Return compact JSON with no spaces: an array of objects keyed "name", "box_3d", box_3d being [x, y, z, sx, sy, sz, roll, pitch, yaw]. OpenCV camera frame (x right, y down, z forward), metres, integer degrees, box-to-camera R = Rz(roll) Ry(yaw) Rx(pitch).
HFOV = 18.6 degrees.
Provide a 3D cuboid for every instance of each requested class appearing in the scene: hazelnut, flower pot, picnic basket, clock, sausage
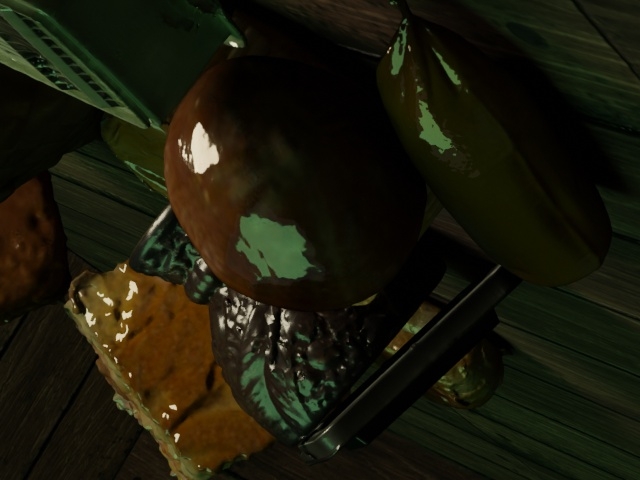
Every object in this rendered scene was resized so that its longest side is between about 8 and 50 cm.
[{"name":"hazelnut","box_3d":[-0.021,-0.042,1.448,0.214,0.176,0.214,34,171,6]},{"name":"flower pot","box_3d":[-0.044,0.037,2.078,0.267,0.266,0.266,41,171,0]},{"name":"picnic basket","box_3d":[-0.348,-0.136,1.699,0.254,0.321,0.291,60,172,2]},{"name":"clock","box_3d":[0.094,0.138,2.050,0.049,0.279,0.273,48,172,2]},{"name":"sausage","box_3d":[0.120,-0.067,1.412,0.112,0.112,0.328,24,167,35]}]

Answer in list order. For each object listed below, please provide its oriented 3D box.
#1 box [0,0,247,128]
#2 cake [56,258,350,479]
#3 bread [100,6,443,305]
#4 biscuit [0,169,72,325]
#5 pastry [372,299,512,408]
[{"name":"box","box_3d":[-0.198,-0.216,1.383,0.290,0.166,0.220,25,170,31]},{"name":"cake","box_3d":[-0.136,0.134,2.508,0.314,0.293,0.307,59,172,5]},{"name":"bread","box_3d":[-0.031,-0.082,1.660,0.288,0.156,0.204,33,163,-3]},{"name":"biscuit","box_3d":[-0.431,-0.062,2.523,0.395,0.166,0.342,165,87,-79]},{"name":"pastry","box_3d":[0.129,0.134,2.490,0.218,0.100,0.229,30,170,1]}]
